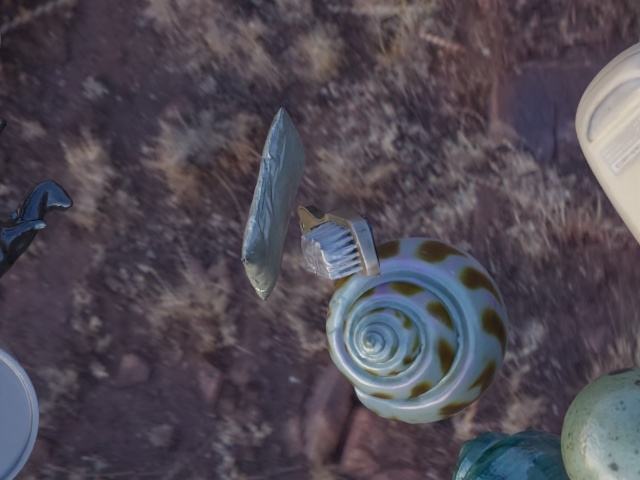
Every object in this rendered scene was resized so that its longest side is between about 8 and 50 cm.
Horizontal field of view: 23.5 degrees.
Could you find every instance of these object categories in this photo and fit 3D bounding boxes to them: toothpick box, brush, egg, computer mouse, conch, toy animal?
[{"bbox_3d":[-0.248,0.091,0.977,0.111,0.181,0.111,-4,101,-21],"label":"toothpick box"},{"bbox_3d":[0.000,0.000,1.740,0.065,0.327,0.070,-18,99,-8],"label":"brush"},{"bbox_3d":[0.372,0.240,1.706,0.228,0.177,0.177,36,88,40],"label":"egg"},{"bbox_3d":[0.280,-0.041,1.102,0.082,0.145,0.236,-21,71,-35],"label":"computer mouse"},{"bbox_3d":[0.227,0.294,1.863,0.196,0.202,0.134,2,86,-23],"label":"conch"},{"bbox_3d":[0.118,0.121,1.924,0.197,0.368,0.249,13,100,42],"label":"conch"},{"bbox_3d":[-0.336,-0.047,1.315,0.245,0.114,0.146,18,72,-9],"label":"toy animal"}]

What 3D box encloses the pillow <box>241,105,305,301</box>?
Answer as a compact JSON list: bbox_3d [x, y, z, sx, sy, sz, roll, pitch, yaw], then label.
[{"bbox_3d":[-0.062,-0.046,2.015,0.050,0.148,0.229,3,65,14],"label":"pillow"}]
